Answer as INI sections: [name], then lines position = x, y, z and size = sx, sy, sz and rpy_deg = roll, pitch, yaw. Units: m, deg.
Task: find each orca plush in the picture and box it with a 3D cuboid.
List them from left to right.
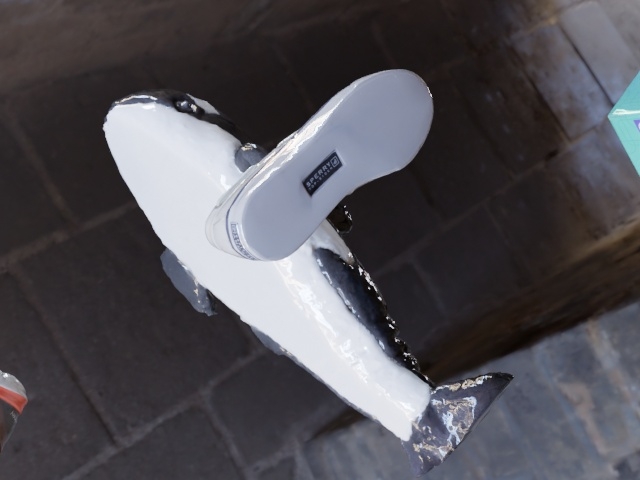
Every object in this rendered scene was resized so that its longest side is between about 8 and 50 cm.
[orca plush]
position = 0.000, 0.000, 0.638
size = 0.287, 0.151, 0.102
rpy_deg = 34, 48, 19

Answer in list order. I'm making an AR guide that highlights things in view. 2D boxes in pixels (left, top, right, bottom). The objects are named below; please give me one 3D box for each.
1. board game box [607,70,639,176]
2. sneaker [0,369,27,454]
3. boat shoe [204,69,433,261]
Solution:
[board game box]
position = 0.262, -0.079, 0.602
size = 0.210, 0.047, 0.160
rpy_deg = -50, 119, -27
[sneaker]
position = -0.242, 0.090, 0.597
size = 0.158, 0.061, 0.065
rpy_deg = 29, 54, -33
[boat shoe]
position = -0.001, -0.027, 0.365
size = 0.100, 0.035, 0.035
rpy_deg = -45, 116, -28
